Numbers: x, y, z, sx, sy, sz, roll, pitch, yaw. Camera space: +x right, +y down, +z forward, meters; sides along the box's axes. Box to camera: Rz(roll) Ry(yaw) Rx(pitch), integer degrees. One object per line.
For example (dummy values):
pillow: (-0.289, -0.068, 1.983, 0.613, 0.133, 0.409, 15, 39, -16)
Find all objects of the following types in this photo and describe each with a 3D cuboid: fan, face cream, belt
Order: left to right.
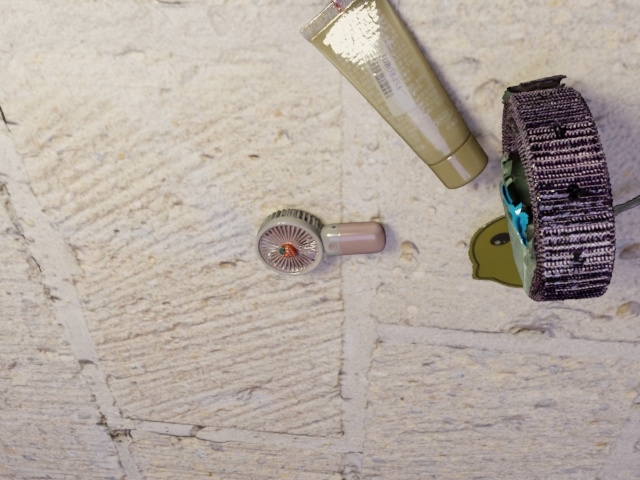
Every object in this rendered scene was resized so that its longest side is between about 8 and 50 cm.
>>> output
fan: (0.000, 0.000, 1.081, 0.244, 0.074, 0.130, -4, 127, 11)
face cream: (0.129, -0.228, 0.886, 0.137, 0.084, 0.341, -34, 108, 27)
belt: (0.328, -0.067, 0.823, 0.122, 0.325, 0.260, -7, 145, 9)
fan: (0.414, 0.001, 1.031, 0.229, 0.011, 0.335, 35, 132, -29)
